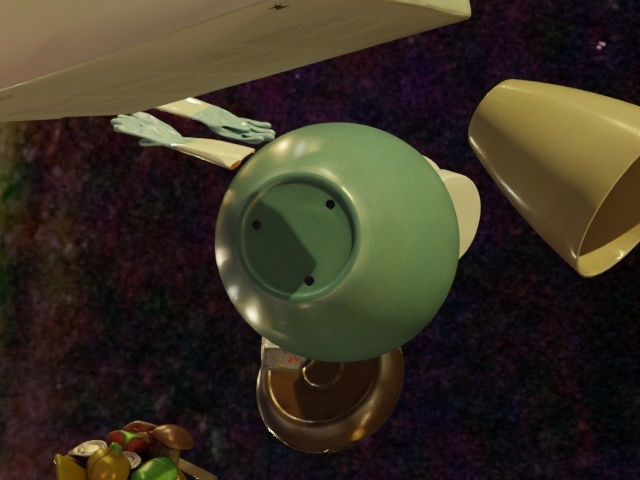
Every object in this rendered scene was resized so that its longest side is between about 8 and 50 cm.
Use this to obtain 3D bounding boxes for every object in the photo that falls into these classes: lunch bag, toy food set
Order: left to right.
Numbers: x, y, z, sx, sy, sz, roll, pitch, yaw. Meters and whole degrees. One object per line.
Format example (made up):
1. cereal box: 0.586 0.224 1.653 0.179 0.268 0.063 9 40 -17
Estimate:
1. toy food set: -0.209 0.245 0.958 0.128 0.218 0.071 23 96 22
2. lunch bag: -0.056 0.182 1.373 0.071 0.083 0.053 -106 23 -71

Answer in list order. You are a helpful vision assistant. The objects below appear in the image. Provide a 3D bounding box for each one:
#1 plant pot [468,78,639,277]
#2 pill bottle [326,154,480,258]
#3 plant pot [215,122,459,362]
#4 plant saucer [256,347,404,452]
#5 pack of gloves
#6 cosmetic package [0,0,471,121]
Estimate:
1. plant pot: 0.364 -0.126 1.249 0.274 0.256 0.256 41 121 32
2. pill bottle: 0.080 -0.056 1.141 0.265 0.153 0.153 21 101 46
3. plant pot: 0.000 0.000 0.921 0.195 0.290 0.290 7 -88 -75
4. plant saucer: 0.009 0.260 1.625 0.311 0.050 0.310 -11 53 15
5. pack of gloves: -0.199 -0.165 1.308 0.195 0.232 0.046 -45 -29 -57
6. cosmetic package: -0.109 -0.174 0.643 0.377 0.284 0.097 -9 98 28
